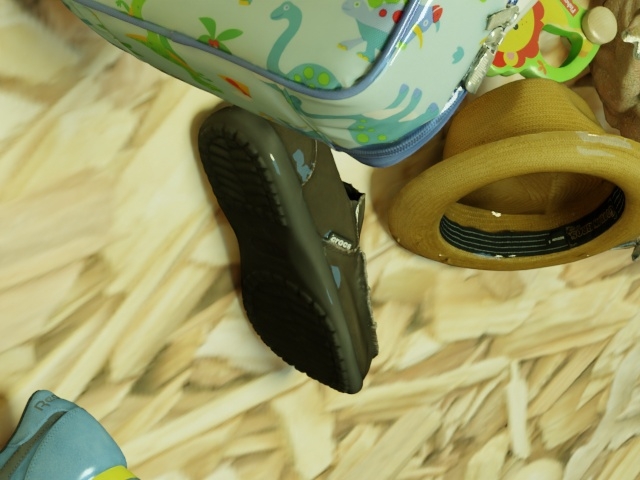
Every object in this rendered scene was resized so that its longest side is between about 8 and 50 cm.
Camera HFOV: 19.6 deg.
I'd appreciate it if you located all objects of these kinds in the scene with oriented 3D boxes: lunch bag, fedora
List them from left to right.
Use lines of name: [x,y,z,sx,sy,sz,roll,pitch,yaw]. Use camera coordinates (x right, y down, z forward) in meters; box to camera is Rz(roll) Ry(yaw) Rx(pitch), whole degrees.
lunch bag: [-0.008,-0.145,0.825,0.176,0.219,0.090,-62,147,-6]
fedora: [0.129,-0.046,1.162,0.194,0.194,0.079,34,46,-56]

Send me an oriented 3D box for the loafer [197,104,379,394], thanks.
loafer: [0.000,0.000,1.051,0.078,0.080,0.220,-44,141,-27]

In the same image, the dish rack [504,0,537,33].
dish rack: [0.140,-0.285,1.033,0.333,0.072,0.285,-48,142,-35]

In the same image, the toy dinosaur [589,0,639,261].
toy dinosaur: [0.239,-0.086,1.278,0.127,0.200,0.295,-20,100,-10]

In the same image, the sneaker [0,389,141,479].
sneaker: [-0.181,0.167,0.939,0.209,0.082,0.069,-49,163,8]

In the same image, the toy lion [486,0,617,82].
toy lion: [0.124,-0.135,1.144,0.100,0.034,0.096,47,64,-15]
